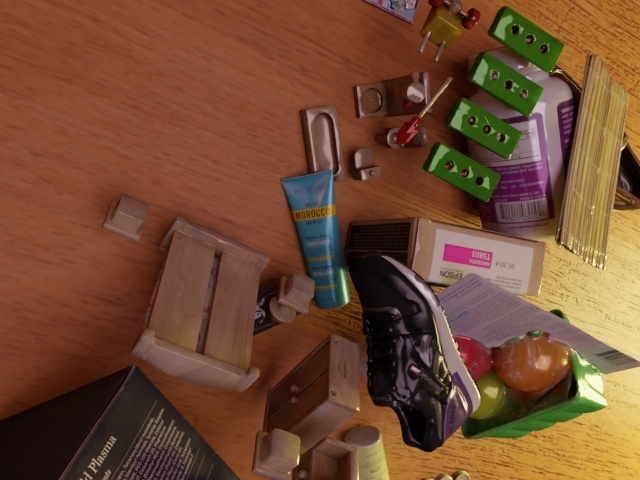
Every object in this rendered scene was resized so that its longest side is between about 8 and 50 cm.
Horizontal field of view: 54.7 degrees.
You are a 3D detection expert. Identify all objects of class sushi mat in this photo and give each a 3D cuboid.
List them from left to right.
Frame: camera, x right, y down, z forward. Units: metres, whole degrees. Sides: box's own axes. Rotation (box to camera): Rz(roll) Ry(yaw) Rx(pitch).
[{"bbox_3d":[0.427,-0.120,0.963,0.152,0.019,0.316,25,74,-41],"label":"sushi mat"}]

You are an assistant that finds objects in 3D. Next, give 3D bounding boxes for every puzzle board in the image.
[{"bbox_3d":[0.123,-0.414,0.954,0.097,0.011,0.128,16,92,-25],"label":"puzzle board"}]

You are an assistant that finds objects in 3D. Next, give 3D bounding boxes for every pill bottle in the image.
[{"bbox_3d":[0.323,-0.160,0.994,0.169,0.169,0.301,-18,105,-21],"label":"pill bottle"}]

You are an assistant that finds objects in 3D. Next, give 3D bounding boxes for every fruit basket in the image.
[{"bbox_3d":[0.251,0.179,0.967,0.353,0.327,0.165,30,46,-18],"label":"fruit basket"}]

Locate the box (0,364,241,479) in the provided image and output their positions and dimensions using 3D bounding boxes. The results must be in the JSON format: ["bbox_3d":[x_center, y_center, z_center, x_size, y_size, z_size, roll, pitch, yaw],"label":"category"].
[{"bbox_3d":[-0.267,0.352,0.707,0.344,0.179,0.312,-24,114,24],"label":"box"}]

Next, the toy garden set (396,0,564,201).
[{"bbox_3d":[0.196,-0.207,0.859,0.204,0.049,0.244,25,94,-19],"label":"toy garden set"}]

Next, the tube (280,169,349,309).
[{"bbox_3d":[0.000,0.000,0.937,0.080,0.052,0.206,-10,103,10],"label":"tube"}]

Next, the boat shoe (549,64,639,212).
[{"bbox_3d":[0.486,-0.176,1.088,0.123,0.123,0.342,-46,113,-12],"label":"boat shoe"}]

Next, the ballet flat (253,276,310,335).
[{"bbox_3d":[-0.133,0.114,0.899,0.250,0.058,0.084,-23,106,-15],"label":"ballet flat"}]

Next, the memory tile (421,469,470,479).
[{"bbox_3d":[0.224,0.499,1.132,0.113,0.012,0.147,-1,98,-24],"label":"memory tile"}]

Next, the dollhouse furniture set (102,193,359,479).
[{"bbox_3d":[-0.146,0.161,0.756,0.356,0.303,0.173,26,128,-20],"label":"dollhouse furniture set"}]

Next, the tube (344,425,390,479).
[{"bbox_3d":[0.090,0.429,1.039,0.070,0.062,0.240,-3,108,17],"label":"tube"}]

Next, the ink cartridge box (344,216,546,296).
[{"bbox_3d":[0.184,0.026,0.942,0.235,0.193,0.088,10,86,-24],"label":"ink cartridge box"}]

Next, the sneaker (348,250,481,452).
[{"bbox_3d":[0.107,0.151,0.810,0.124,0.107,0.283,-39,104,-32],"label":"sneaker"}]

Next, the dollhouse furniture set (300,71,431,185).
[{"bbox_3d":[0.068,-0.160,0.904,0.151,0.123,0.143,-12,102,-22],"label":"dollhouse furniture set"}]
